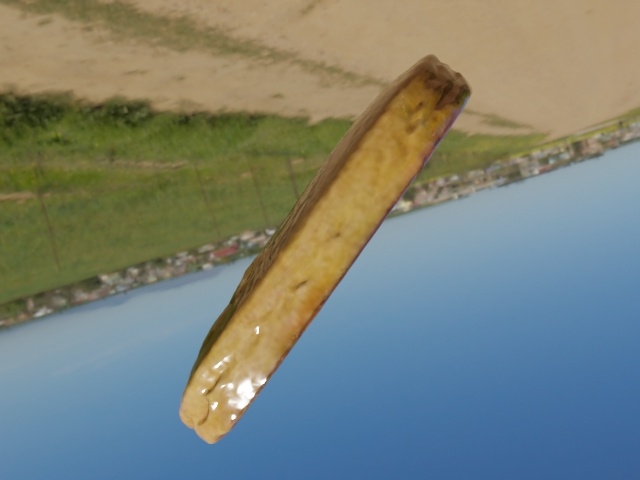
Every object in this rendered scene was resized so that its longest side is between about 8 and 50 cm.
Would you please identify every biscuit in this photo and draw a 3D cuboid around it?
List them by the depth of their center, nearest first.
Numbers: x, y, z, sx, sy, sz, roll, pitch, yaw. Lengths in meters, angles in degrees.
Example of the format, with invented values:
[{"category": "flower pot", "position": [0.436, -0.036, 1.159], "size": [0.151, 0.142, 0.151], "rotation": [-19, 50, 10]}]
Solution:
[{"category": "biscuit", "position": [-0.002, -0.001, 0.567], "size": [0.262, 0.052, 0.277], "rotation": [-54, 179, 1]}]
